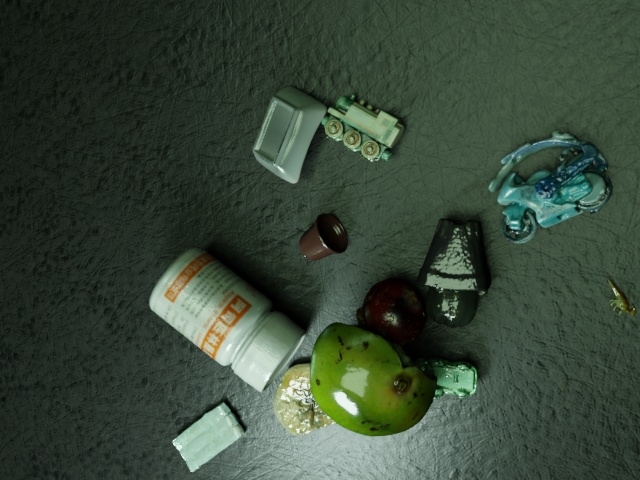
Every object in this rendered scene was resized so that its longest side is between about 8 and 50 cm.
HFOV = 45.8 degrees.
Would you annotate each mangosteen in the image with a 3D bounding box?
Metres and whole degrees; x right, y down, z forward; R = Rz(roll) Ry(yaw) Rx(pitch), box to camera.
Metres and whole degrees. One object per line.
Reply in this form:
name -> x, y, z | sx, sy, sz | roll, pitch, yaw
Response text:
mangosteen -> 0.169, 0.185, 1.837 | 0.166, 0.166, 0.180 | 43, 137, 6

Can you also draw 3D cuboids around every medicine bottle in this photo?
medicine bottle -> -0.236, 0.201, 1.941 | 0.371, 0.211, 0.211 | 37, 109, 9

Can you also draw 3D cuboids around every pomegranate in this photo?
pomegranate -> 0.090, 0.342, 1.788 | 0.309, 0.358, 0.216 | 31, 70, -24

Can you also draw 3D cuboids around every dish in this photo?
dish -> -0.091, -0.263, 1.848 | 0.151, 0.077, 0.213 | 36, 111, 34

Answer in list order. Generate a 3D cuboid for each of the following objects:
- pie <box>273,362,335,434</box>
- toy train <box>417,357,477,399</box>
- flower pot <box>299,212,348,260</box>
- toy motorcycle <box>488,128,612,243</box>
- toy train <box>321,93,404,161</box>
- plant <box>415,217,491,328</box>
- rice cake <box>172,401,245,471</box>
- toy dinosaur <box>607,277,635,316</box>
pie -> -0.027, 0.412, 1.998 | 0.218, 0.052, 0.185 | -28, 85, 19
toy train -> 0.308, 0.331, 1.859 | 0.149, 0.081, 0.099 | 1, 100, 13
flower pot -> 0.000, 0.000, 1.891 | 0.089, 0.111, 0.111 | -32, 89, 36
toy motorcycle -> 0.501, -0.124, 1.677 | 0.260, 0.154, 0.206 | -26, 68, 25
toy train -> 0.099, -0.270, 1.813 | 0.194, 0.081, 0.125 | 32, 98, 13
plant -> 0.315, 0.075, 1.773 | 0.164, 0.142, 0.256 | 8, 92, 17
rice cake -> -0.312, 0.549, 2.126 | 0.211, 0.038, 0.124 | -34, 89, 21
toy dinosaur -> 0.672, 0.134, 1.721 | 0.041, 0.026, 0.113 | -40, 95, 14
